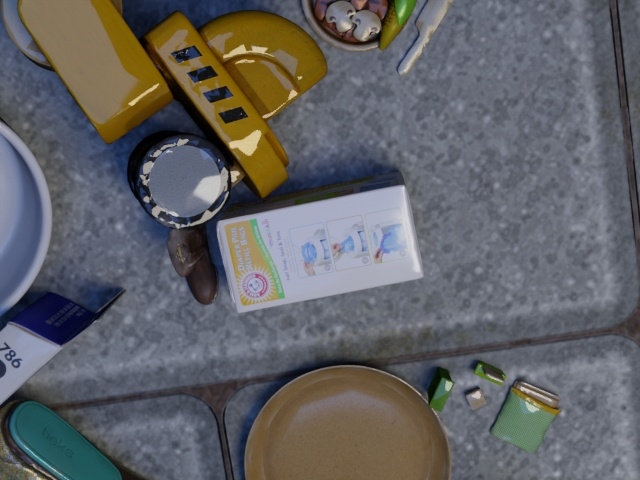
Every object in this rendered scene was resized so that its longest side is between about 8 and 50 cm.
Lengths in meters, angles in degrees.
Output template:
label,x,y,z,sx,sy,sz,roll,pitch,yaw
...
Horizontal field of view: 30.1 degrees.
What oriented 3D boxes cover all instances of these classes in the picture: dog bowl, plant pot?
label,x,y,z,sx,sy,sz,roll,pitch,yaw
dog bowl,-0.422,-0.030,1.238,0.265,0.104,0.265,-9,112,-24
plant pot,0.032,0.254,1.368,0.236,0.032,0.236,0,99,2

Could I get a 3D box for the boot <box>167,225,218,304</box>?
label,x,y,z,sx,sy,sz,roll,pitch,yaw
boot,-0.139,0.030,1.292,0.037,0.114,0.106,-11,99,3

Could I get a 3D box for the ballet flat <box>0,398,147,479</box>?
label,x,y,z,sx,sy,sz,roll,pitch,yaw
ballet flat,-0.242,0.316,1.348,0.348,0.123,0.123,40,98,-10

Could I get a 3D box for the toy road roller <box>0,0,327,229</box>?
label,x,y,z,sx,sy,sz,roll,pitch,yaw
toy road roller,-0.146,-0.183,1.222,0.240,0.202,0.329,-38,102,-6

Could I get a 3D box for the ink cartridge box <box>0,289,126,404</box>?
label,x,y,z,sx,sy,sz,roll,pitch,yaw
ink cartridge box,-0.363,0.155,1.291,0.332,0.165,0.065,-40,95,6

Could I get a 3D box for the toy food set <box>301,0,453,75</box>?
label,x,y,z,sx,sy,sz,roll,pitch,yaw
toy food set,0.042,-0.269,1.278,0.192,0.038,0.132,29,99,-4

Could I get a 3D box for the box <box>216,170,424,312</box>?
label,x,y,z,sx,sy,sz,roll,pitch,yaw
box,0.000,0.000,1.285,0.203,0.114,0.103,-11,100,3

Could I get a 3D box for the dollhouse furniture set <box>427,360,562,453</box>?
label,x,y,z,sx,sy,sz,roll,pitch,yaw
dollhouse furniture set,0.198,0.188,1.340,0.151,0.058,0.076,24,99,-3
